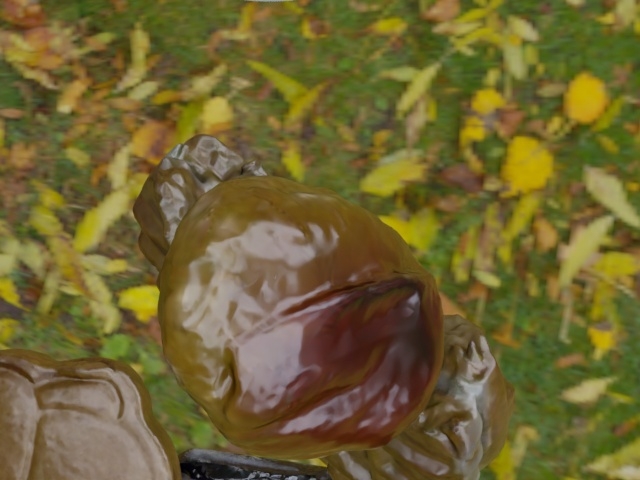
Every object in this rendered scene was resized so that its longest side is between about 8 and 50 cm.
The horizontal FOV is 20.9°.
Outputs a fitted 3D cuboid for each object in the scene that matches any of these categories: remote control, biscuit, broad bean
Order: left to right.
[{"bbox_3d":[-0.336,0.274,1.912,0.381,0.074,0.359,22,97,15],"label":"biscuit"},{"bbox_3d":[-0.046,0.274,1.971,0.266,0.090,0.066,1,69,6],"label":"remote control"},{"bbox_3d":[-0.015,0.047,0.996,0.228,0.122,0.156,25,88,-50],"label":"broad bean"},{"bbox_3d":[-0.002,0.082,1.416,0.115,0.366,0.268,-41,155,-22],"label":"biscuit"}]
